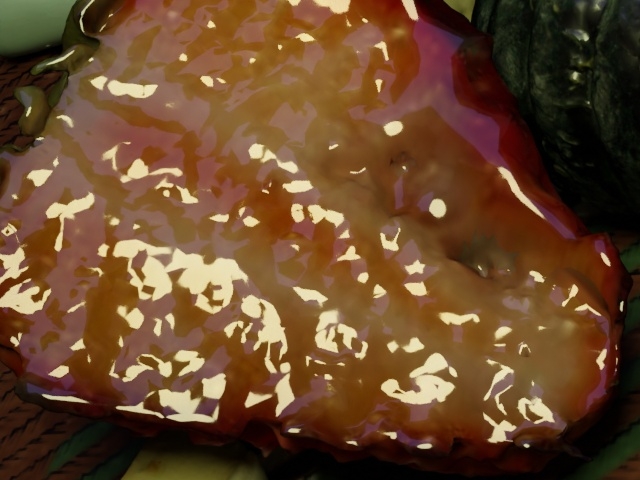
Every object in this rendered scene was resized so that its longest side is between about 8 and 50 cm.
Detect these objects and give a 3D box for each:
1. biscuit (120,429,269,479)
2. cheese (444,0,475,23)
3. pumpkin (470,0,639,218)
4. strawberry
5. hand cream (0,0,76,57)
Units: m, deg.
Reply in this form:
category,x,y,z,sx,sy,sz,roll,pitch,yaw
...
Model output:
category,x,y,z,sx,sy,sz,roll,pitch,yaw
biscuit,-0.078,0.159,0.803,0.056,0.052,0.188,9,50,24
cheese,-0.008,-0.133,1.050,0.226,0.117,0.214,13,49,28
pumpkin,0.175,-0.105,0.871,0.220,0.162,0.221,-22,42,22
strawberry,-0.003,-0.017,0.861,0.280,0.150,0.253,8,70,4
hand cream,-0.063,-0.179,1.197,0.320,0.067,0.109,-13,38,6
